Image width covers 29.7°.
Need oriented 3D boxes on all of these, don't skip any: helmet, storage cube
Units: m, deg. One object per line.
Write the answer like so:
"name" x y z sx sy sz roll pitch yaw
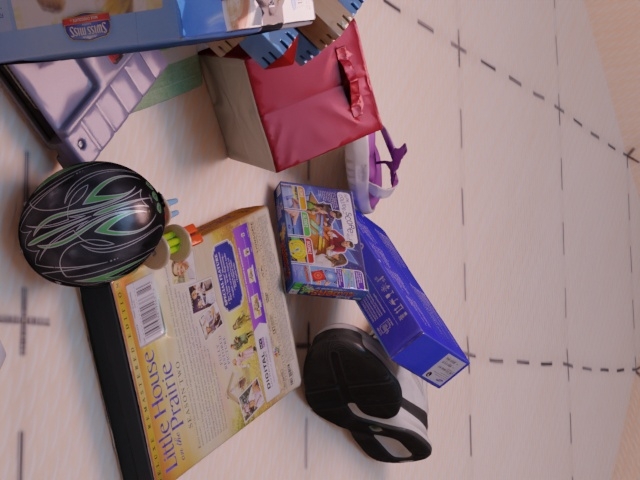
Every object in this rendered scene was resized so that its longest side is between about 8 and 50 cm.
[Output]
"helmet" -0.285 -0.020 1.499 0.161 0.169 0.169 -16 100 -69
"storage cube" -0.050 -0.229 1.854 0.193 0.215 0.183 -24 111 -23

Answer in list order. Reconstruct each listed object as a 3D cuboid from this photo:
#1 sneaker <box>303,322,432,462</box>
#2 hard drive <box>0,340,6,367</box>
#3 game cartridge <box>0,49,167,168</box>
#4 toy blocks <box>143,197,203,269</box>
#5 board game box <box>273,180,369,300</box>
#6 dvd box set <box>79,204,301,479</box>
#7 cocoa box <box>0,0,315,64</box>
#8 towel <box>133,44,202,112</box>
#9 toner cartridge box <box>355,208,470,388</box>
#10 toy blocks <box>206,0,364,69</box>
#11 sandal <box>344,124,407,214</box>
"sneaker" 0.088 0.204 2.170 0.447 0.169 0.257 58 30 -52
"hard drive" -0.427 0.203 1.254 0.210 0.040 0.318 89 15 -55
"game cartridge" -0.338 -0.292 1.514 0.230 0.068 0.355 -57 133 -32
"toy blocks" -0.216 -0.018 1.667 0.148 0.123 0.054 -27 140 -58
"board game box" 0.000 0.000 1.995 0.136 0.035 0.201 8 54 -23
"dvd box set" -0.174 0.144 1.772 0.420 0.062 0.307 -31 113 -58
"cocoa box" -0.219 -0.324 1.335 0.228 0.347 0.231 -20 106 -51
"towel" -0.270 -0.352 1.705 0.248 0.038 0.325 -33 116 -56
"toner cartridge box" 0.112 0.083 2.066 0.165 0.075 0.348 36 17 -47
"toy blocks" -0.056 -0.367 1.677 0.261 0.191 0.381 43 53 -15
"sandal" 0.103 -0.142 2.135 0.416 0.102 0.169 49 40 -80
